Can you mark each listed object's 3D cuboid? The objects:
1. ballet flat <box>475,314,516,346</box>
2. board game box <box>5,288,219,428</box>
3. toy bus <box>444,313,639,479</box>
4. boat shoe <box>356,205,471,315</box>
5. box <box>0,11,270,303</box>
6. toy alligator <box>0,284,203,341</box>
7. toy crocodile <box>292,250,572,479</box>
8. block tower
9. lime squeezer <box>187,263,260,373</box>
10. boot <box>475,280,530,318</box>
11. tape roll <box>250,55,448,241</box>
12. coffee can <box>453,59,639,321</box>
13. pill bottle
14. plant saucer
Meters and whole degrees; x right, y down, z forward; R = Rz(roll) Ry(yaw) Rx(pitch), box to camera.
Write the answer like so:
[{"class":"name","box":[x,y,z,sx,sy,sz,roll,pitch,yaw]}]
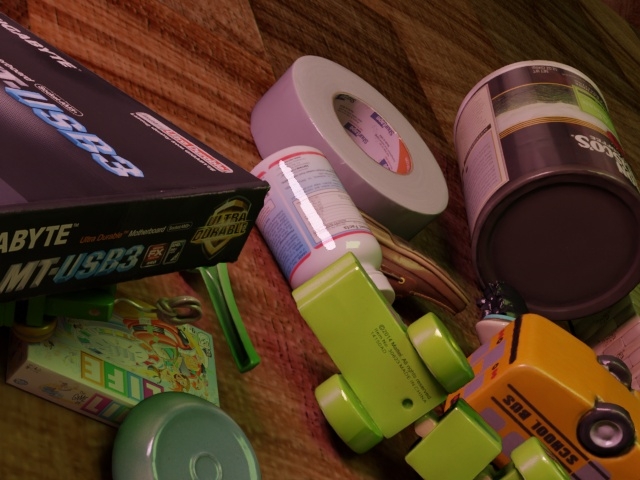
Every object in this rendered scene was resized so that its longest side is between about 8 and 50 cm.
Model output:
[{"class":"ballet flat","box":[0.243,0.156,1.244,0.248,0.086,0.086,30,30,-34]},{"class":"board game box","box":[-0.137,0.079,0.829,0.154,0.026,0.103,29,31,-32]},{"class":"toy bus","box":[0.280,0.218,1.142,0.333,0.130,0.108,43,25,-7]},{"class":"boat shoe","box":[0.067,0.026,1.183,0.178,0.060,0.064,34,4,-22]},{"class":"box","box":[-0.227,-0.071,0.758,0.296,0.073,0.293,35,22,24]},{"class":"toy alligator","box":[-0.169,0.026,0.757,0.190,0.056,0.051,3,41,-17]},{"class":"toy crocodile","box":[0.101,0.159,0.980,0.340,0.115,0.105,50,7,4]},{"class":"block tower","box":[0.373,0.161,1.408,0.091,0.097,0.335,34,27,-27]},{"class":"lime squeezer","box":[-0.132,-0.025,0.957,0.310,0.059,0.110,52,33,10]},{"class":"boot","box":[0.225,0.102,1.332,0.121,0.045,0.099,34,22,-27]},{"class":"tape roll","box":[0.032,-0.090,1.279,0.219,0.072,0.219,35,29,-22]},{"class":"coffee can","box":[0.267,-0.066,1.451,0.201,0.201,0.275,36,27,-21]},{"class":"pill bottle","box":[0.000,0.000,1.083,0.087,0.087,0.160,9,45,-52]},{"class":"plant saucer","box":[-0.078,0.150,0.784,0.119,0.021,0.119,25,50,-34]}]
